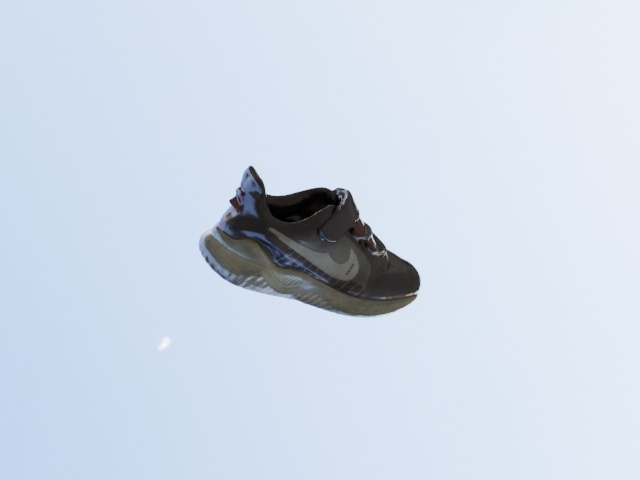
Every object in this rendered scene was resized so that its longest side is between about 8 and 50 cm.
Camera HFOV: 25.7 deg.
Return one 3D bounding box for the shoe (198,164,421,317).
[{"bbox_3d":[0.000,0.000,1.353,0.227,0.112,0.099,10,-157,-17],"label":"shoe"}]
